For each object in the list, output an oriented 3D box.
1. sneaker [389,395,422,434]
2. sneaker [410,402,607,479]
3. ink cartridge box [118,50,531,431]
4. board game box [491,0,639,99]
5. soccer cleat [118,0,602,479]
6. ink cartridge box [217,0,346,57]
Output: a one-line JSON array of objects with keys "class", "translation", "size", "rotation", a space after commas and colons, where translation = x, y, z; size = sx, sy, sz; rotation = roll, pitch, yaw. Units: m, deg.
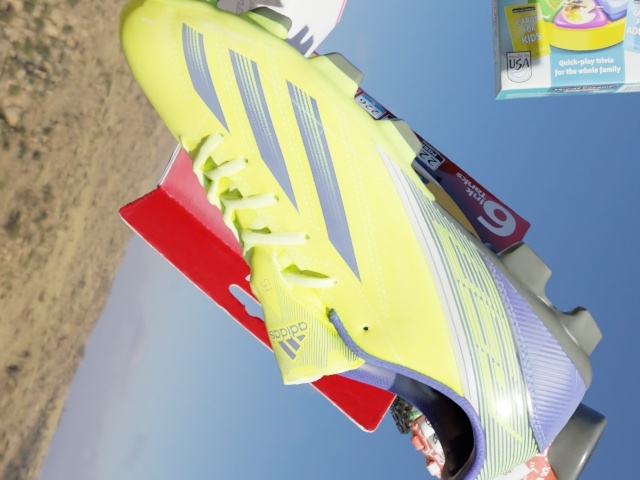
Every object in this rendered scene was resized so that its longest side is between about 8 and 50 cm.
[{"class": "sneaker", "translation": [0.175, 0.183, 1.107], "size": [0.343, 0.146, 0.134], "rotation": [135, -58, -69]}, {"class": "sneaker", "translation": [0.141, 0.236, 0.747], "size": [0.090, 0.145, 0.270], "rotation": [-14, 129, -57]}, {"class": "ink cartridge box", "translation": [0.016, -0.019, 0.770], "size": [0.130, 0.309, 0.272], "rotation": [-54, 174, 36]}, {"class": "board game box", "translation": [0.390, -0.395, 1.233], "size": [0.079, 0.253, 0.336], "rotation": [22, 65, -85]}, {"class": "soccer cleat", "translation": [0.000, 0.000, 0.378], "size": [0.121, 0.289, 0.093], "rotation": [-47, -178, -7]}, {"class": "ink cartridge box", "translation": [-0.085, -0.213, 0.518], "size": [0.092, 0.218, 0.158], "rotation": [-51, 178, -15]}]
